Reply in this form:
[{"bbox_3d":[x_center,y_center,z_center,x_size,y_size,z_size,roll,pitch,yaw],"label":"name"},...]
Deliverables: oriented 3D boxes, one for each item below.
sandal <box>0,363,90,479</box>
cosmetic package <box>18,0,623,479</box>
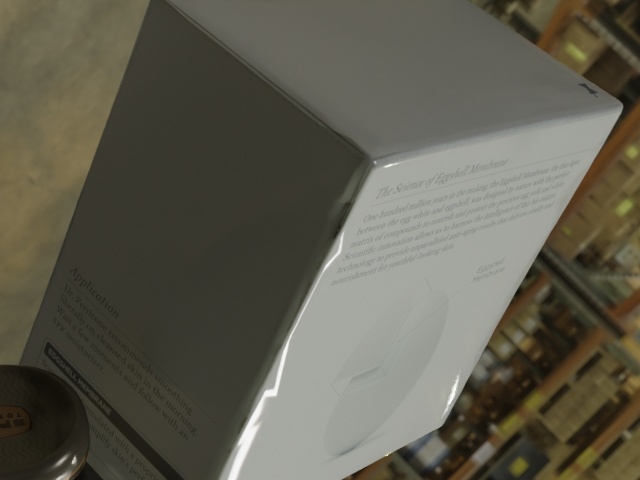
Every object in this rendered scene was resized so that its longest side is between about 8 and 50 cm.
[{"bbox_3d":[-0.185,0.073,0.488,0.219,0.090,0.060,-1,136,-33],"label":"sandal"},{"bbox_3d":[0.000,0.000,0.645,0.224,0.138,0.225,-15,139,-51],"label":"cosmetic package"}]
